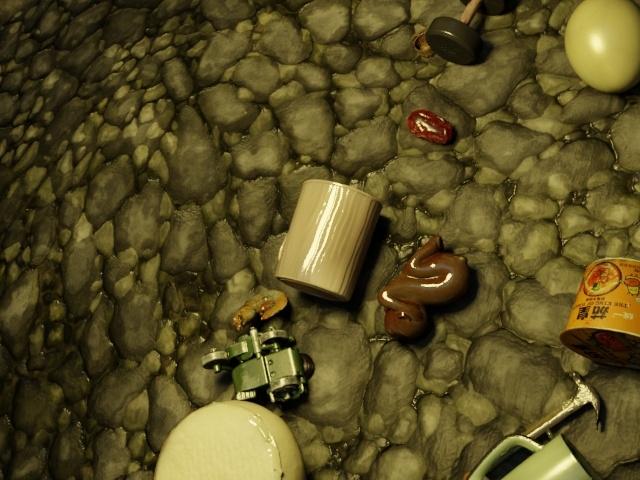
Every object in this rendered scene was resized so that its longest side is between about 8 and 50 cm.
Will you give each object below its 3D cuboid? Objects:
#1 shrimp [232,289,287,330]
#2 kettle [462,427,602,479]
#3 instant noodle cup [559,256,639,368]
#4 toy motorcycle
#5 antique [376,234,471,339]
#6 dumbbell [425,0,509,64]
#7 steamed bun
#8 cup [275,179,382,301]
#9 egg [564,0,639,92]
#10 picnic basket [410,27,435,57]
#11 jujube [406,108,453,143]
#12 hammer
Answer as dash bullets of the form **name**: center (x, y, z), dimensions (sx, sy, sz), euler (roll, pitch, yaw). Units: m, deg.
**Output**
- **shrimp**: center (-0.159, 0.176, 1.851), dimensions (0.132, 0.187, 0.051), euler (-16, 108, 34)
- **kettle**: center (0.417, 0.504, 1.410), dimensions (0.255, 0.165, 0.240), euler (-42, 48, 13)
- **instant noodle cup**: center (0.606, 0.144, 1.426), dimensions (0.216, 0.216, 0.172), euler (7, 66, 30)
- **toy motorcycle**: center (-0.158, 0.331, 1.813), dimensions (0.275, 0.127, 0.205), euler (-22, 62, 12)
- **antique**: center (0.245, 0.126, 1.677), dimensions (0.257, 0.121, 0.143), euler (-46, 65, -3)
- **dumbbell**: center (0.389, -0.590, 1.860), dimensions (0.152, 0.152, 0.218), euler (26, 85, 34)
- **steamed bun**: center (-0.198, 0.569, 1.659), dimensions (0.374, 0.241, 0.374), euler (-9, 64, 20)
- **cup**: center (-0.008, -0.006, 1.809), dimensions (0.288, 0.208, 0.273), euler (11, 78, 30)
- **egg**: center (0.666, -0.454, 1.636), dimensions (0.186, 0.186, 0.241), euler (-18, 73, 21)
- **picnic basket**: center (0.284, -0.548, 1.940), dimensions (0.072, 0.083, 0.072), euler (-10, 67, 25)
- **jujube**: center (0.286, -0.293, 1.847), dimensions (0.129, 0.077, 0.077), euler (33, 88, 25)
- **hammer**: center (0.458, 0.403, 1.501), dimensions (0.297, 0.027, 0.125), euler (-38, 53, 10)
